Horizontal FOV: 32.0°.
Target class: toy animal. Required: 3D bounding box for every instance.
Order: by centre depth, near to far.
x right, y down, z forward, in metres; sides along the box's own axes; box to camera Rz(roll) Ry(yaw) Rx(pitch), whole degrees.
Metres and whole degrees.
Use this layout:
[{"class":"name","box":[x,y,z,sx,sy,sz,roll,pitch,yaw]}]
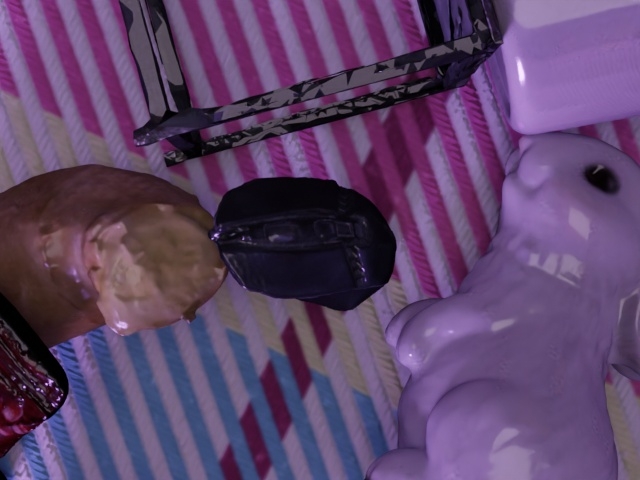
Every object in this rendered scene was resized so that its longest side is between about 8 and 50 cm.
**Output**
[{"class":"toy animal","box":[0.187,0.096,0.906,0.258,0.194,0.357,29,83,10]}]

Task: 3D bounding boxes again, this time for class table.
[{"class":"table","box":[-0.047,-0.260,0.874,0.272,0.222,0.335,-15,90,0]}]

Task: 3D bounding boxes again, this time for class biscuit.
[{"class":"biscuit","box":[-0.294,0.132,0.909,0.151,0.063,0.235,44,134,5]}]

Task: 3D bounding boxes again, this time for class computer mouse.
[{"class":"computer mouse","box":[0.000,0.000,0.912,0.062,0.192,0.106,-27,67,43]}]

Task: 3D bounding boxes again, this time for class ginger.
[{"class":"ginger","box":[-0.202,0.013,0.923,0.267,0.152,0.138,-11,117,20]}]

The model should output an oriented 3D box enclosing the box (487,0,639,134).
[{"class":"box","box":[0.233,-0.167,0.862,0.206,0.262,0.291,-12,92,7]}]
